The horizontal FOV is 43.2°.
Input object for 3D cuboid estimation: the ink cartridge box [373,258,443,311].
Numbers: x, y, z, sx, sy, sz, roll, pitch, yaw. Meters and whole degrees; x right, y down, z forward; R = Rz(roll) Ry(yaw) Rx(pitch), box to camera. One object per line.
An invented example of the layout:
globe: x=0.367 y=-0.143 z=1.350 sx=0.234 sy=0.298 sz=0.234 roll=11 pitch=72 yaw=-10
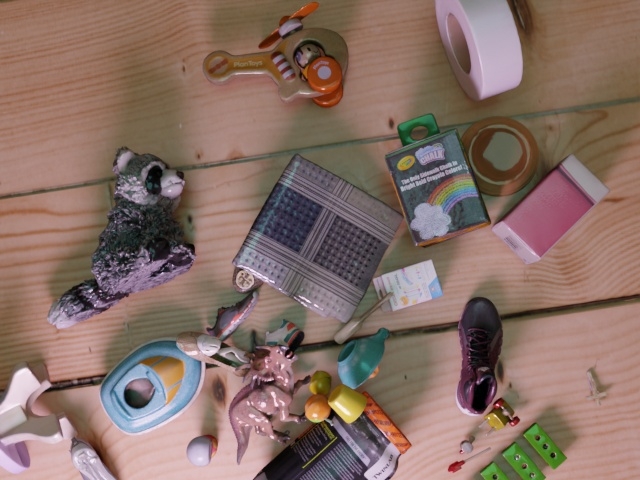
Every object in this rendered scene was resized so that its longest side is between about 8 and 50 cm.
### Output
ink cartridge box: x=0.205 y=0.111 z=1.918 sx=0.143 sy=0.090 sz=0.092 roll=-18 pitch=84 yaw=-1

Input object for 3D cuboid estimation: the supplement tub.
supplement tub: x=0.028 y=0.512 z=1.823 sx=0.338 sy=0.207 sz=0.207 roll=-41 pitch=85 yaw=-2

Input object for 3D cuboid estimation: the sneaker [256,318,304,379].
sneaker: x=-0.113 y=0.260 z=1.935 sx=0.075 sy=0.057 sz=0.161 roll=42 pitch=92 yaw=28

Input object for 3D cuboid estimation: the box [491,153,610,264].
box: x=0.536 y=-0.070 z=1.900 sx=0.232 sy=0.148 sz=0.127 roll=-44 pitch=84 yaw=-4

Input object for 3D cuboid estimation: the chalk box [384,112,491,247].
chalk box: x=0.267 y=-0.147 z=1.887 sx=0.180 sy=0.179 sz=0.289 roll=-19 pitch=84 yaw=12

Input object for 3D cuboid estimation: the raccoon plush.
raccoon plush: x=-0.501 y=-0.022 z=1.900 sx=0.446 sy=0.216 sz=0.299 roll=-25 pitch=76 yaw=-1

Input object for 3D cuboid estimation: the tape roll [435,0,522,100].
tape roll: x=0.364 y=-0.474 z=1.877 sx=0.100 sy=0.286 sz=0.286 roll=-20 pitch=84 yaw=0

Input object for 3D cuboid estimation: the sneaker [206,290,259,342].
sneaker: x=-0.215 y=0.174 z=1.938 sx=0.065 sy=0.061 sz=0.158 roll=41 pitch=86 yaw=11

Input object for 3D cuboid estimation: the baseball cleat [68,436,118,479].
baseball cleat: x=-0.525 y=0.544 z=1.898 sx=0.072 sy=0.109 sz=0.206 roll=-26 pitch=116 yaw=-18

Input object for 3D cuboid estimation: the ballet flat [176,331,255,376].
ballet flat: x=-0.236 y=0.255 z=1.881 sx=0.206 sy=0.067 sz=0.073 roll=27 pitch=47 yaw=-31

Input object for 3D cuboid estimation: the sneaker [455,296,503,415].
sneaker: x=0.378 y=0.269 z=1.861 sx=0.106 sy=0.162 sz=0.281 roll=4 pitch=85 yaw=2

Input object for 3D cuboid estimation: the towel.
towel: x=0.000 y=0.000 z=1.929 sx=0.324 sy=0.056 sz=0.312 roll=30 pitch=83 yaw=-11

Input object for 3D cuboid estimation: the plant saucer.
plant saucer: x=0.436 y=-0.209 z=1.973 sx=0.200 sy=0.037 sz=0.200 roll=0 pitch=85 yaw=1

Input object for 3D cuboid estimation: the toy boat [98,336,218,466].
toy boat: x=-0.346 y=0.382 z=1.873 sx=0.267 sy=0.148 sz=0.318 roll=-40 pitch=84 yaw=-3

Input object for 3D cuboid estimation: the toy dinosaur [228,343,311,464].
toy dinosaur: x=-0.139 y=0.356 z=1.840 sx=0.200 sy=0.127 sz=0.295 roll=38 pitch=96 yaw=-25

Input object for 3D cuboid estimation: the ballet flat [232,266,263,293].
ballet flat: x=-0.127 y=0.021 z=1.950 sx=0.084 sy=0.058 sz=0.250 roll=39 pitch=86 yaw=3

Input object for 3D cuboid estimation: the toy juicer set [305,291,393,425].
toy juicer set: x=0.071 y=0.287 z=1.837 sx=0.089 sy=0.209 sz=0.329 roll=39 pitch=49 yaw=-14

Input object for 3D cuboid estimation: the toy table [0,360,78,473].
toy table: x=-0.684 y=0.398 z=1.843 sx=0.161 sy=0.274 sz=0.252 roll=-28 pitch=50 yaw=-9

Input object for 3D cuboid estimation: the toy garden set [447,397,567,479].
toy garden set: x=0.416 y=0.510 z=1.896 sx=0.244 sy=0.049 sz=0.204 roll=-41 pitch=87 yaw=-2

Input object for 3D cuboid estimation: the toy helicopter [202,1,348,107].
toy helicopter: x=-0.110 y=-0.446 z=1.961 sx=0.355 sy=0.140 sz=0.235 roll=-4 pitch=81 yaw=3

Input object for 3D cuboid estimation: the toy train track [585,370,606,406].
toy train track: x=0.650 y=0.353 z=1.923 sx=0.048 sy=0.014 sz=0.083 roll=-16 pitch=78 yaw=7
